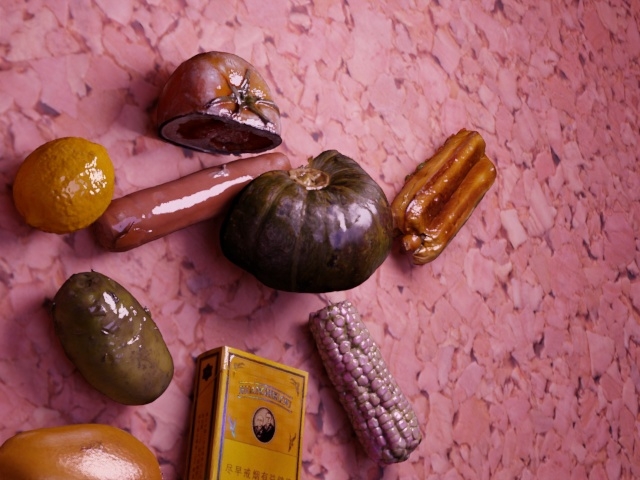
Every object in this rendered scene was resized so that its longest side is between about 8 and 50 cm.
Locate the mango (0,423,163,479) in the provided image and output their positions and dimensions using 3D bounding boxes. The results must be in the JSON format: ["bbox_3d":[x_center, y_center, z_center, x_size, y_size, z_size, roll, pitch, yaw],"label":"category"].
[{"bbox_3d":[-0.360,0.358,1.551,0.257,0.138,0.187,14,61,-45],"label":"mango"}]

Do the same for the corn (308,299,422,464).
[{"bbox_3d":[0.077,0.267,1.973,0.126,0.126,0.335,-36,101,-40],"label":"corn"}]

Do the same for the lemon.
[{"bbox_3d":[-0.385,-0.087,1.612,0.142,0.142,0.187,55,46,-19],"label":"lemon"}]

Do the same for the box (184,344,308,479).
[{"bbox_3d":[-0.124,0.348,1.773,0.193,0.084,0.301,24,59,-37],"label":"box"}]

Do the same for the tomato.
[{"bbox_3d":[-0.173,-0.244,1.810,0.214,0.180,0.155,14,66,-43],"label":"tomato"}]

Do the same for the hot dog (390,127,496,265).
[{"bbox_3d":[0.244,-0.097,2.187,0.349,0.117,0.158,-50,120,-37],"label":"hot dog"}]

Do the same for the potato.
[{"bbox_3d":[-0.323,0.158,1.643,0.251,0.113,0.149,58,43,-28],"label":"potato"}]

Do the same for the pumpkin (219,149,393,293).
[{"bbox_3d":[0.000,0.000,1.859,0.325,0.242,0.232,-25,55,-38],"label":"pumpkin"}]

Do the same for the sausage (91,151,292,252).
[{"bbox_3d":[-0.203,-0.072,1.801,0.419,0.094,0.094,-21,80,-42],"label":"sausage"}]
